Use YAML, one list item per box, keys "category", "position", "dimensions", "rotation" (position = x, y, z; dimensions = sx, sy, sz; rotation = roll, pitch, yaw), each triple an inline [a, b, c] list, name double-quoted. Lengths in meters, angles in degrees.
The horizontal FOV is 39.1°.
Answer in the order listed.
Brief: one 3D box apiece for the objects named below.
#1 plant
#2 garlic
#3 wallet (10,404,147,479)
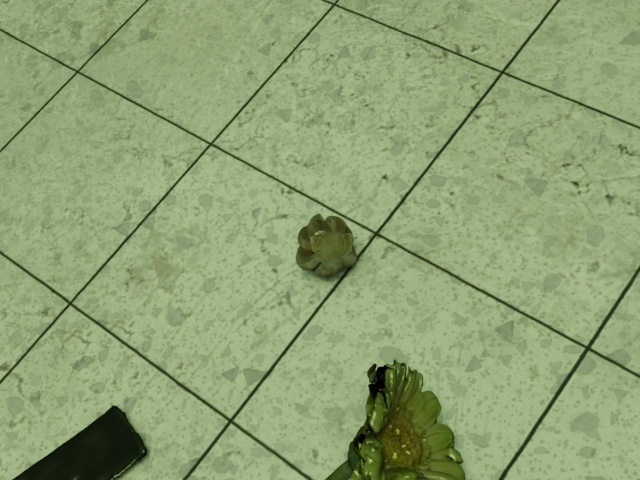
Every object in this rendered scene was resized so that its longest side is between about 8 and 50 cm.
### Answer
- category: "plant"
  position: [0.109, 0.341, 1.586]
  dimensions: [0.297, 0.306, 0.261]
  rotation: [-4, 86, 44]
- category: "garlic"
  position: [0.000, 0.000, 1.908]
  dimensions: [0.131, 0.127, 0.194]
  rotation: [-14, 29, -15]
- category: "wallet"
  position: [-0.489, 0.461, 1.802]
  dimensions: [0.285, 0.030, 0.146]
  rotation: [-37, 55, -9]
